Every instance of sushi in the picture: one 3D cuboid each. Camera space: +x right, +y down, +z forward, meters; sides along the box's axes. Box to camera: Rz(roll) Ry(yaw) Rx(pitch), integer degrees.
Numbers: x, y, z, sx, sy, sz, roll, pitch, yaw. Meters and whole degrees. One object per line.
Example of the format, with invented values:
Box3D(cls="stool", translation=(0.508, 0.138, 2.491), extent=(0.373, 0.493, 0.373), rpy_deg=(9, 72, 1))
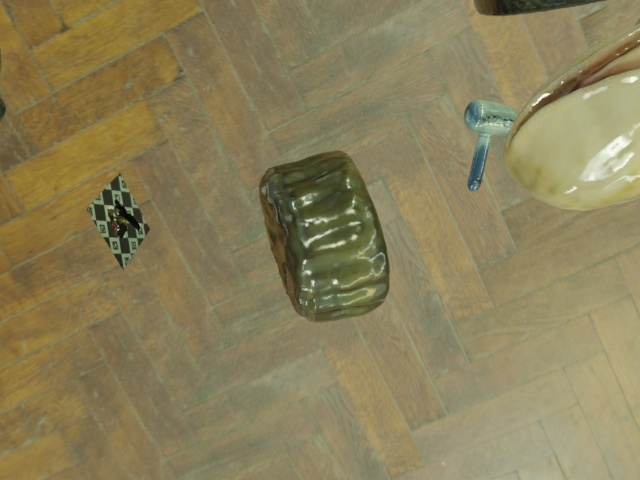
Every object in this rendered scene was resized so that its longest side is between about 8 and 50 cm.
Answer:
Box3D(cls="sushi", translation=(-0.337, -0.031, 1.083), extent=(0.026, 0.126, 0.120), rpy_deg=(-11, 120, 17))

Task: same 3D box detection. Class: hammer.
Box3D(cls="hammer", translation=(0.349, -0.198, 1.413), extent=(0.116, 0.069, 0.194), rpy_deg=(4, 105, -23))

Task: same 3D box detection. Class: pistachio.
Box3D(cls="pistachio", translation=(0.408, -0.171, 0.939), extent=(0.230, 0.230, 0.309), rpy_deg=(45, 127, -7))

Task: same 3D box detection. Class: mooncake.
Box3D(cls="mooncake", translation=(0.000, 0.000, 1.126), extent=(0.161, 0.290, 0.290), rpy_deg=(-15, 102, -10))

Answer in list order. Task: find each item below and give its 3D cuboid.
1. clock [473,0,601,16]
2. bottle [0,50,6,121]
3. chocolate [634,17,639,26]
Box3D(cls="clock", translation=(0.278, -0.266, 0.552), extent=(0.319, 0.319, 0.066), rpy_deg=(-17, 112, 7))
Box3D(cls="bottle", translation=(-0.237, -0.019, 0.178), extent=(0.144, 0.336, 0.144), rpy_deg=(10, 121, 17))
Box3D(cls="chocolate", translation=(0.678, -0.325, 1.185), extent=(0.303, 0.213, 0.303), rpy_deg=(8, 72, -26))
